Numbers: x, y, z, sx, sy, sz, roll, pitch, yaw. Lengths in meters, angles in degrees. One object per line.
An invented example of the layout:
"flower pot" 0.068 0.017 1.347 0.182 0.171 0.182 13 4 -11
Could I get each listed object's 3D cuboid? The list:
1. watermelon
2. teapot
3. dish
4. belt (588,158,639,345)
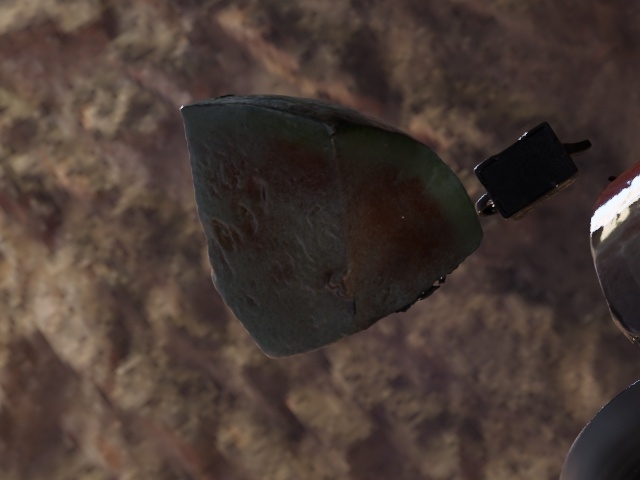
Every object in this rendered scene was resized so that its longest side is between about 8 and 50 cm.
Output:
"watermelon" 0.000 0.000 1.803 0.228 0.258 0.387 16 -13 34
"teapot" 0.286 -0.085 2.374 0.087 0.177 0.096 59 13 19
"dish" 0.365 0.230 1.578 0.134 0.273 0.273 -113 -170 -45
"belt" 0.319 0.013 1.330 0.115 0.324 0.227 -43 -107 30
